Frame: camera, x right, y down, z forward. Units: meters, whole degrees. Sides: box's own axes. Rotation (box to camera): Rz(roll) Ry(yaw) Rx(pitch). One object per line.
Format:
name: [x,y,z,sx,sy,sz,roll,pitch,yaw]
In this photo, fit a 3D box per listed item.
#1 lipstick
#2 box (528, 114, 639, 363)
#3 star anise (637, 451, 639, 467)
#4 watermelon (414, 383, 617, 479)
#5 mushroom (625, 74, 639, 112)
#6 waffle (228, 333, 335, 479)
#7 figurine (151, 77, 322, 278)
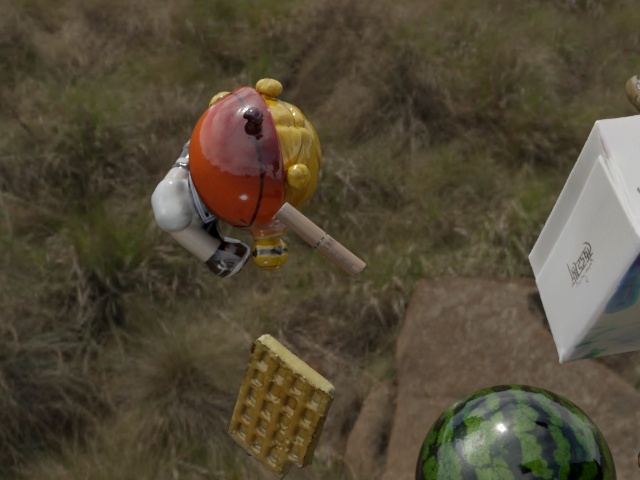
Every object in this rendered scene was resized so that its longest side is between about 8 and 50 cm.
lipstick: [0.000,0.000,0.842,0.094,0.019,0.019,37,38,0]
box: [0.332,-0.009,0.740,0.274,0.203,0.116,-7,61,-9]
star anise: [0.277,0.207,0.628,0.212,0.196,0.111,14,14,-1]
watermelon: [0.277,0.349,1.315,0.285,0.285,0.285,1,32,0]
mushroom: [0.509,-0.232,1.188,0.225,0.093,0.116,-41,21,9]
waffle: [-0.036,0.155,0.819,0.092,0.135,0.021,34,41,23]
figurine: [-0.127,-0.108,1.442,0.196,0.323,0.320,-1,63,-43]
